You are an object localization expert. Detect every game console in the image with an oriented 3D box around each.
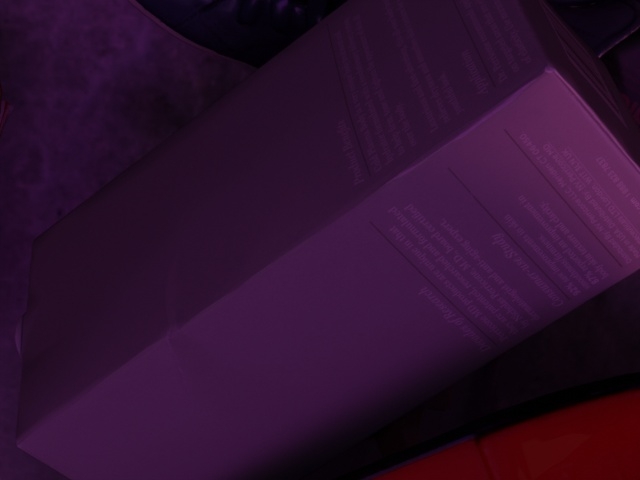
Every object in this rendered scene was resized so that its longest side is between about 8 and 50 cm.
[{"bbox_3d":[0.037,0.156,0.572,0.387,0.342,0.060,-27,70,25],"label":"game console"}]

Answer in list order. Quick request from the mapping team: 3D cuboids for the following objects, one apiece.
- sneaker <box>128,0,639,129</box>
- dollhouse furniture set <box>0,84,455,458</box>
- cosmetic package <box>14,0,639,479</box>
[{"bbox_3d":[0.064,-0.102,0.568,0.350,0.148,0.131,15,110,-9],"label":"sneaker"},{"bbox_3d":[-0.111,0.005,0.624,0.374,0.152,0.201,6,112,-24],"label":"dollhouse furniture set"},{"bbox_3d":[0.000,0.000,0.466,0.238,0.127,0.107,-36,125,21],"label":"cosmetic package"}]
